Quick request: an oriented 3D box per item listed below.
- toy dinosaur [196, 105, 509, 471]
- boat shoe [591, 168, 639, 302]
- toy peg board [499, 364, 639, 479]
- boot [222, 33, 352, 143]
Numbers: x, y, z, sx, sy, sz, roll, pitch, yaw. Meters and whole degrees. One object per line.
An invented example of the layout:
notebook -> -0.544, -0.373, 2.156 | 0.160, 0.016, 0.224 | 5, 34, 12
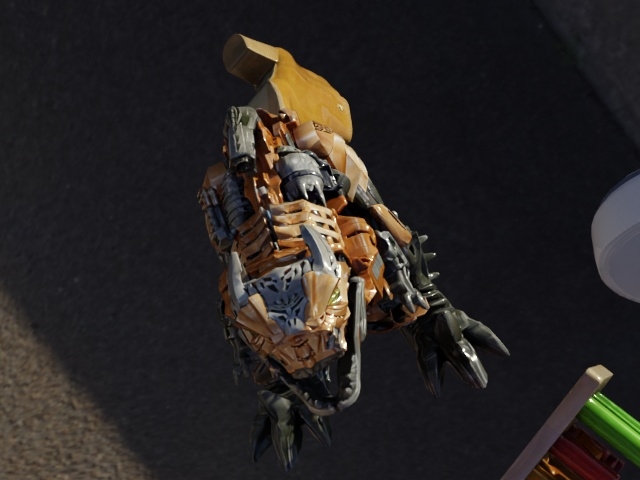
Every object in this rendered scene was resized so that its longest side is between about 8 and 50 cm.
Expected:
toy dinosaur -> 0.000, 0.000, 0.657 | 0.218, 0.164, 0.322 | 63, 27, -28
boat shoe -> 0.219, -0.048, 0.388 | 0.258, 0.095, 0.084 | -17, 50, 14
toy peg board -> 0.208, 0.190, 0.903 | 0.079, 0.161, 0.160 | 38, 97, 18
boot -> -0.028, -0.175, 1.631 | 0.211, 0.104, 0.295 | 20, 41, -40
